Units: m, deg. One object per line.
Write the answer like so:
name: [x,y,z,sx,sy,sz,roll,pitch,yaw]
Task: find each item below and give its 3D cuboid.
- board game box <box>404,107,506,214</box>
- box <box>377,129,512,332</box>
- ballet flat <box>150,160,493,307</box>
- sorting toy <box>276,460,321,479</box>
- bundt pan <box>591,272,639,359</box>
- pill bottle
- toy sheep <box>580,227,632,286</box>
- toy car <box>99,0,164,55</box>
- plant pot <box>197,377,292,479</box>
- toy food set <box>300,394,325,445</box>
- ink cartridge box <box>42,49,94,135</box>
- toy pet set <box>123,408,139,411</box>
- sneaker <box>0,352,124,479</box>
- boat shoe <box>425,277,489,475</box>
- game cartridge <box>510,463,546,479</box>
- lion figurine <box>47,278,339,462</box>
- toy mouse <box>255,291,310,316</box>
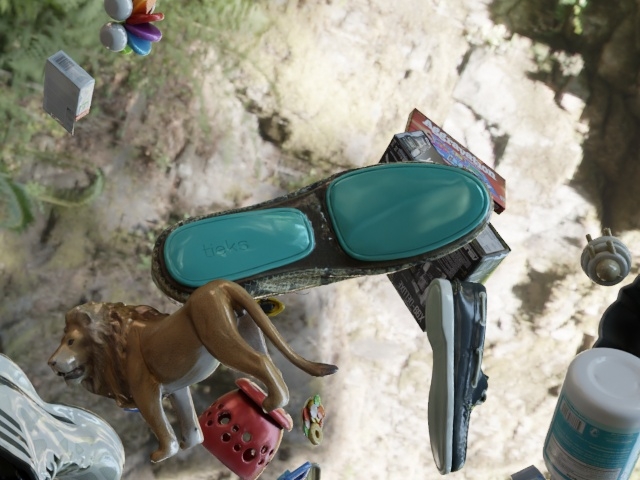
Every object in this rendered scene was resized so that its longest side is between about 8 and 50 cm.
board game box: [0.308,-0.181,1.815,0.027,0.281,0.145,-48,-168,31]
box: [0.195,-0.017,1.531,0.307,0.076,0.242,58,-38,27]
ballet flat: [0.000,0.000,1.155,0.182,0.482,0.164,101,-25,-71]
sorting toy: [-0.088,0.526,1.626,0.047,0.196,0.348,47,-22,24]
bundt pan: [0.644,0.187,1.371,0.331,0.124,0.331,-38,-146,32]
pill bottle: [0.443,0.311,1.288,0.146,0.146,0.264,-101,-169,-52]
toy sheep: [0.484,0.031,1.359,0.091,0.091,0.132,-64,172,28]
toy car: [-0.460,-0.548,2.016,0.159,0.136,0.182,-44,155,-60]
plant pot: [-0.170,0.425,1.821,0.174,0.191,0.191,-47,-164,-11]
toy food set: [-0.013,0.335,1.505,0.020,0.083,0.083,-7,-143,29]
ink cartridge box: [-0.347,-0.200,1.099,0.029,0.063,0.115,-46,177,-33]
toy pet set: [-0.336,0.257,1.491,0.114,0.122,0.065,-118,-175,-51]
sneaker: [-0.505,0.408,1.422,0.169,0.447,0.257,-32,-137,6]
boat shoe: [0.220,0.209,1.243,0.114,0.091,0.303,146,-53,-78]
game cartridge: [0.387,0.451,1.446,0.083,0.056,0.017,63,0,17]
lion figurine: [-0.173,0.139,1.040,0.392,0.142,0.240,-28,-101,26]
toy mouse: [-0.100,0.078,1.586,0.031,0.161,0.143,-175,-99,-72]
